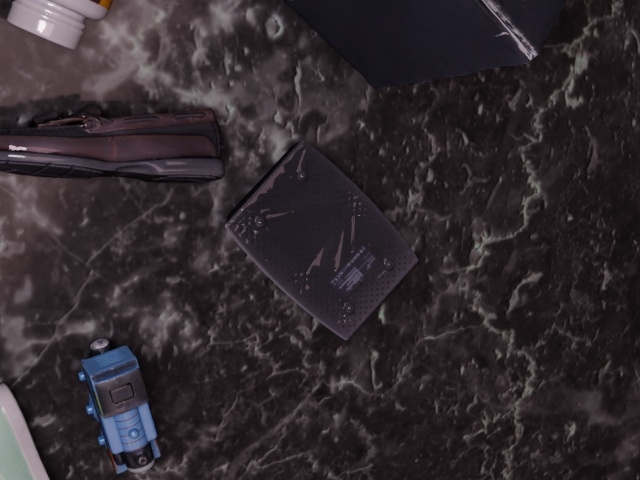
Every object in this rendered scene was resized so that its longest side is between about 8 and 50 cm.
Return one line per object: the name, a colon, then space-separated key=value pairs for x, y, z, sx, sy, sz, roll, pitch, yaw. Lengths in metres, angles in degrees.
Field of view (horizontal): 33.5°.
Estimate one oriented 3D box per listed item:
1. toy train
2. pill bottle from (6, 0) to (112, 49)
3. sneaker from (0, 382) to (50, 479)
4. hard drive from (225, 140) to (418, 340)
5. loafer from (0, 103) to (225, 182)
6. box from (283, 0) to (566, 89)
toy train: x=-0.257 y=0.218 z=1.369 sx=0.080 sy=0.105 sz=0.184 roll=-18 pitch=111 yaw=-18
pill bottle: x=-0.274 y=-0.329 z=1.196 sx=0.117 sy=0.117 sz=0.215 roll=21 pitch=96 yaw=-27
sneaker: x=-0.416 y=0.322 z=1.334 sx=0.151 sy=0.094 sz=0.256 roll=-25 pitch=104 yaw=-22
hard drive: x=0.000 y=0.000 z=1.447 sx=0.172 sy=0.054 sz=0.255 roll=-48 pitch=117 yaw=-5
loafer: x=-0.259 y=-0.123 z=1.285 sx=0.302 sy=0.109 sz=0.095 roll=2 pitch=85 yaw=-30
box: x=0.094 y=-0.503 z=1.145 sx=0.472 sy=0.297 sz=0.480 roll=39 pitch=70 yaw=-26
